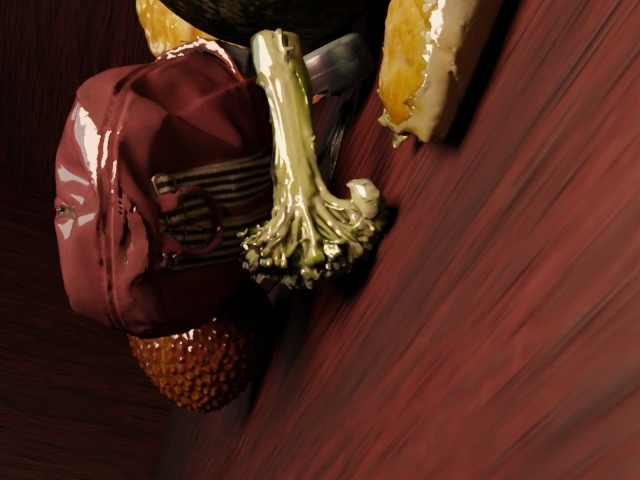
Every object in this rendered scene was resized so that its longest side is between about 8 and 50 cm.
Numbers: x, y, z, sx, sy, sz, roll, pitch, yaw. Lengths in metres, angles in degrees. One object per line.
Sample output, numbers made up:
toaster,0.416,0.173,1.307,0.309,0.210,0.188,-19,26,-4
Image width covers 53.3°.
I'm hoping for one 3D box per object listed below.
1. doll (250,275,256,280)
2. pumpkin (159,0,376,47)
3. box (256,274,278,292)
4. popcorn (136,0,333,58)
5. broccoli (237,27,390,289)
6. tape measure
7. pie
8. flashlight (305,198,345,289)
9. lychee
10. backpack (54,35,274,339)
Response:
doll,-0.099,-0.057,1.002,0.138,0.119,0.293,-16,-50,-52
pumpkin,-0.042,-0.432,0.659,0.454,0.343,0.455,-179,90,-66
box,-0.077,0.045,0.960,0.083,0.024,0.053,136,148,-65
popcorn,-0.116,-0.412,1.041,0.344,0.353,0.390,-91,-20,-59
broccoli,-0.017,-0.064,0.507,0.122,0.118,0.204,-156,57,-84
tape measure,0.021,-0.130,0.704,0.107,0.104,0.180,3,106,63
pie,0.089,-0.189,0.391,0.129,0.068,0.283,-106,30,-71
flashlight,0.000,0.000,0.628,0.110,0.031,0.052,118,164,-45
lychee,-0.148,0.116,0.821,0.194,0.194,0.195,-163,90,-79
backpack,-0.130,-0.050,0.611,0.317,0.197,0.284,-73,-13,-75
